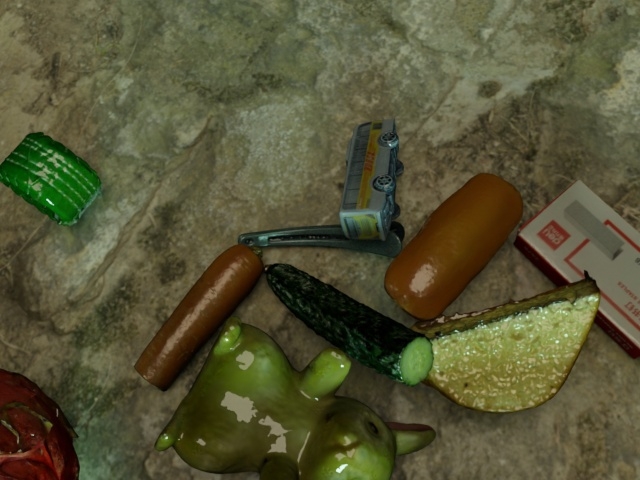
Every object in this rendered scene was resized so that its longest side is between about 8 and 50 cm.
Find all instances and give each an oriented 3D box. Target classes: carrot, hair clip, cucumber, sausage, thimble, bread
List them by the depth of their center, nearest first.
[{"bbox_3d":[0.227,0.139,0.811,0.260,0.129,0.134,-21,90,9],"label":"bread"},{"bbox_3d":[0.016,0.092,0.831,0.068,0.067,0.293,-51,41,-12],"label":"cucumber"},{"bbox_3d":[0.175,0.004,0.877,0.098,0.098,0.238,38,71,16],"label":"sausage"},{"bbox_3d":[-0.155,0.094,0.893,0.067,0.067,0.225,35,79,15],"label":"carrot"},{"bbox_3d":[0.000,0.000,0.926,0.229,0.070,0.039,-1,108,11],"label":"hair clip"},{"bbox_3d":[-0.381,-0.086,0.949,0.130,0.118,0.090,38,72,-12],"label":"thimble"}]

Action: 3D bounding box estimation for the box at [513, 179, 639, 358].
[{"bbox_3d":[0.377,0.038,0.877,0.123,0.050,0.229,-40,72,-9],"label":"box"}]

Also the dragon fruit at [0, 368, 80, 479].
[{"bbox_3d":[-0.425,0.273,0.740,0.301,0.296,0.296,15,73,6],"label":"dragon fruit"}]

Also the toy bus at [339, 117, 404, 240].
[{"bbox_3d":[0.071,-0.084,0.910,0.075,0.064,0.191,-4,47,14],"label":"toy bus"}]

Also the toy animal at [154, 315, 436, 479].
[{"bbox_3d":[0.001,0.228,0.775,0.362,0.180,0.181,22,70,10],"label":"toy animal"}]
